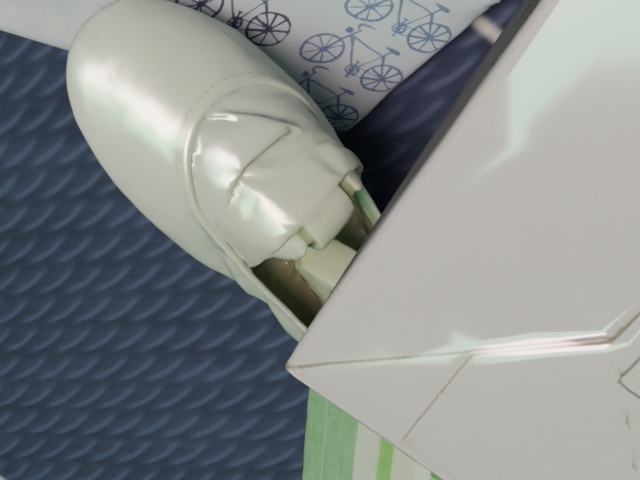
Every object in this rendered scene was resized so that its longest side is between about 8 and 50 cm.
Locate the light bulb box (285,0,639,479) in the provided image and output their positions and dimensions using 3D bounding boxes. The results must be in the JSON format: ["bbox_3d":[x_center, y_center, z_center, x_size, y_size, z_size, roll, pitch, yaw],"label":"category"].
[{"bbox_3d":[0.207,-0.073,0.564,0.225,0.361,0.358,36,121,2],"label":"light bulb box"}]

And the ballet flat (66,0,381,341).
[{"bbox_3d":[0.000,0.000,0.706,0.139,0.139,0.400,-18,129,27],"label":"ballet flat"}]

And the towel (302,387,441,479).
[{"bbox_3d":[0.145,0.156,0.880,0.324,0.038,0.248,14,116,17],"label":"towel"}]

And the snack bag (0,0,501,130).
[{"bbox_3d":[-0.002,-0.201,0.636,0.342,0.323,0.037,-39,51,37],"label":"snack bag"}]
